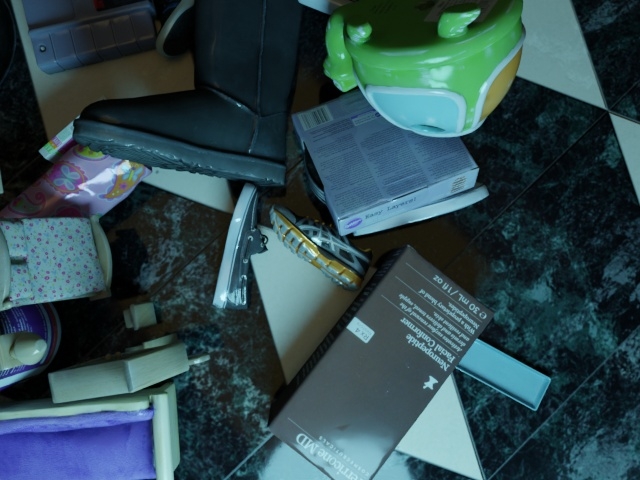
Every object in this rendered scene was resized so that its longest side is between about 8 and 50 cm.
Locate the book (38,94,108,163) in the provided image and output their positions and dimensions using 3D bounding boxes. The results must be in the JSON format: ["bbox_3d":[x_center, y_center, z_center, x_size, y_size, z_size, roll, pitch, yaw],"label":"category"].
[{"bbox_3d":[-0.416,-0.188,0.957,0.144,0.096,0.035,-43,88,-5],"label":"book"}]

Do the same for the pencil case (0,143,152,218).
[{"bbox_3d":[-0.434,-0.076,0.939,0.284,0.124,0.124,-43,88,-4],"label":"pencil case"}]

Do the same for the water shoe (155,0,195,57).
[{"bbox_3d":[-0.260,-0.432,1.006,0.080,0.073,0.203,24,80,21],"label":"water shoe"}]

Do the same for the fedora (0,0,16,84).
[{"bbox_3d":[-0.670,-0.363,0.874,0.334,0.152,0.334,6,79,-32],"label":"fedora"}]

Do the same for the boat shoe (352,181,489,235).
[{"bbox_3d":[0.173,-0.078,0.974,0.258,0.095,0.084,-15,91,-5],"label":"boat shoe"}]

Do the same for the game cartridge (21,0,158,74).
[{"bbox_3d":[-0.446,-0.508,1.001,0.230,0.068,0.355,-16,86,1],"label":"game cartridge"}]

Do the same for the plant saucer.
[{"bbox_3d":[0.325,0.238,0.995,0.192,0.018,0.067,28,85,1],"label":"plant saucer"}]

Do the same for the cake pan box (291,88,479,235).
[{"bbox_3d":[0.102,-0.158,0.947,0.266,0.070,0.246,-22,61,-5],"label":"cake pan box"}]

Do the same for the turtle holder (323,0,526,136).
[{"bbox_3d":[0.144,-0.277,0.831,0.320,0.227,0.243,-9,47,16],"label":"turtle holder"}]

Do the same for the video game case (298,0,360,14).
[{"bbox_3d":[0.162,-0.489,0.993,0.329,0.036,0.300,22,67,0],"label":"video game case"}]

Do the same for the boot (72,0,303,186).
[{"bbox_3d":[-0.194,-0.338,0.895,0.367,0.146,0.445,8,88,-42],"label":"boot"}]

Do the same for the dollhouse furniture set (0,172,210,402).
[{"bbox_3d":[-0.326,0.045,0.825,0.173,0.303,0.356,-14,86,25],"label":"dollhouse furniture set"}]

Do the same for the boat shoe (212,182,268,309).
[{"bbox_3d":[-0.132,0.015,0.965,0.076,0.080,0.229,14,86,-7],"label":"boat shoe"}]

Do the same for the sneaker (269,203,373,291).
[{"bbox_3d":[0.000,0.000,0.975,0.215,0.084,0.083,38,72,-3],"label":"sneaker"}]

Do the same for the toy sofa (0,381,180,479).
[{"bbox_3d":[-0.422,0.333,0.878,0.362,0.177,0.150,-4,85,-4],"label":"toy sofa"}]

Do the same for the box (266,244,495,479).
[{"bbox_3d":[0.097,0.211,0.929,0.191,0.143,0.381,37,87,0],"label":"box"}]

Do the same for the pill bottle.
[{"bbox_3d":[-0.542,0.154,0.811,0.181,0.323,0.182,0,85,-3],"label":"pill bottle"}]
